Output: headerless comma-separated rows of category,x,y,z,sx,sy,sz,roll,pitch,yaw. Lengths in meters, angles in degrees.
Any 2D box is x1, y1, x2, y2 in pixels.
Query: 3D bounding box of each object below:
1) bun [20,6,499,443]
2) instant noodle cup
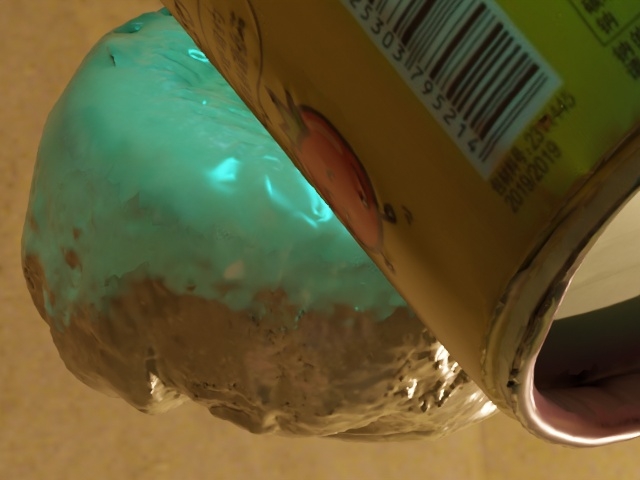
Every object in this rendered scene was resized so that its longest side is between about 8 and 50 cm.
bun,0.000,0.000,1.140,0.360,0.360,0.211,-47,149,-63
instant noodle cup,0.096,-0.110,0.611,0.254,0.325,0.325,58,11,26
